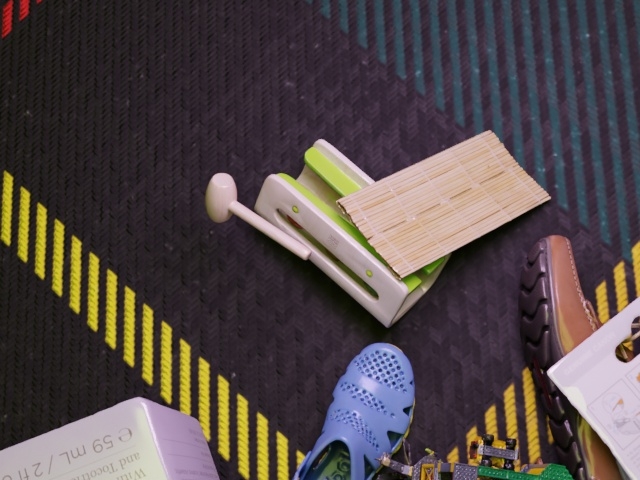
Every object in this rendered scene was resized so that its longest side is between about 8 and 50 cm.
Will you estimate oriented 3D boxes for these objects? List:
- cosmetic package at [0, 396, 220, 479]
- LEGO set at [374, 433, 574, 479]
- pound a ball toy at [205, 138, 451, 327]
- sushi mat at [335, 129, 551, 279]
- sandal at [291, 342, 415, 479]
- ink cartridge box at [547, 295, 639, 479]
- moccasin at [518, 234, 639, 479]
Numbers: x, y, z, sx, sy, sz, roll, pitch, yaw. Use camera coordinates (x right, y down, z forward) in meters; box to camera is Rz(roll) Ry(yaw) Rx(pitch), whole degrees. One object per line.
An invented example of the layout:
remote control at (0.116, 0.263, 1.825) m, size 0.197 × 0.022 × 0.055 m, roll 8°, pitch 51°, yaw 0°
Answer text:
cosmetic package at (-0.280, 0.458, 1.443) m, size 0.329 × 0.327 × 0.393 m, roll -22°, pitch 75°, yaw 0°
LEGO set at (0.202, 0.437, 1.502) m, size 0.255 × 0.192 × 0.331 m, roll 5°, pitch 77°, yaw -23°
pound a ball toy at (0.000, 0.000, 1.617) m, size 0.319 × 0.136 × 0.208 m, roll 40°, pitch 52°, yaw 13°
sushi mat at (0.185, -0.058, 1.615) m, size 0.316 × 0.019 × 0.151 m, roll -26°, pitch 70°, yaw -30°
sandal at (0.044, 0.291, 1.551) m, size 0.126 × 0.138 × 0.317 m, roll 20°, pitch 76°, yaw 13°
ink cartridge box at (0.528, 0.252, 1.485) m, size 0.308 × 0.091 × 0.385 m, roll -35°, pitch 77°, yaw -16°
moccasin at (0.382, 0.174, 1.546) m, size 0.147 × 0.139 × 0.380 m, roll -10°, pitch 70°, yaw -12°
